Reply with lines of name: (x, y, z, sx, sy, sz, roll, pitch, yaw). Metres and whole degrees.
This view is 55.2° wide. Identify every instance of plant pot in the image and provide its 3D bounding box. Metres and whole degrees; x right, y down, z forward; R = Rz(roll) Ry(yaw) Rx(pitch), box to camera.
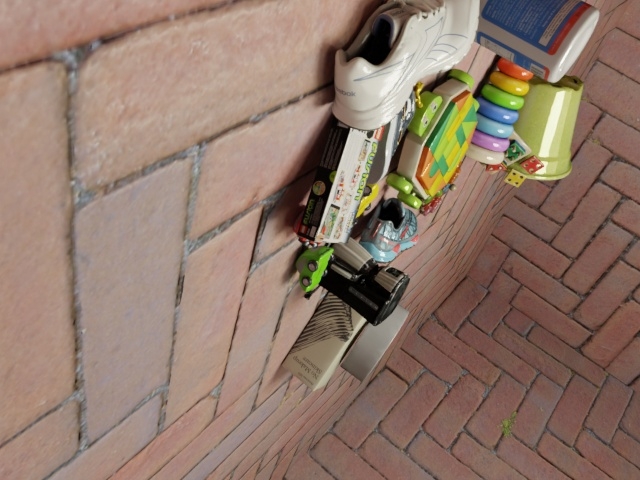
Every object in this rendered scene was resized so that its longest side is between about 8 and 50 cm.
plant pot: (0.619, -0.349, 1.750, 0.276, 0.276, 0.254, -36, 143, -44)

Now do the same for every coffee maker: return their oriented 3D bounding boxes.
coffee maker: (0.079, 0.094, 1.285, 0.120, 0.178, 0.171, -37, 156, -39)

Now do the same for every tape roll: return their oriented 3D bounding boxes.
tape roll: (0.140, 0.254, 1.577, 0.219, 0.072, 0.219, -54, 173, -10)

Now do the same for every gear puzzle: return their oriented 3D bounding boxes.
gear puzzle: (0.333, -0.158, 1.626, 0.175, 0.044, 0.339, -53, 168, -2)

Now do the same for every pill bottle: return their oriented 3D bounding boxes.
pill bottle: (0.310, -0.356, 0.971, 0.124, 0.221, 0.124, -46, 161, -21)

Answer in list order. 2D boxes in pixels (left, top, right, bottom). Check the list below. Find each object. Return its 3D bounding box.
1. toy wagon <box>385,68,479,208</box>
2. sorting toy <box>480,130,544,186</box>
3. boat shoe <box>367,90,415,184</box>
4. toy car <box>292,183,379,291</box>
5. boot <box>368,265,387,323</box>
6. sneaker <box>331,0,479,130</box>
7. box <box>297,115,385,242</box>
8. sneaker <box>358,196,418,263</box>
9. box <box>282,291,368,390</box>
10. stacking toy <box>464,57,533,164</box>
toy wagon: (0.230, -0.211, 1.243, 0.267, 0.068, 0.344, -60, 158, -1)
sorting toy: (0.479, -0.237, 1.649, 0.132, 0.274, 0.046, -31, -152, 41)
boat shoe: (0.117, -0.181, 1.062, 0.083, 0.065, 0.183, -38, 155, -34)
toy car: (0.000, 0.000, 1.123, 0.239, 0.053, 0.225, -31, 152, -48)
boot: (0.099, 0.205, 1.680, 0.229, 0.091, 0.263, -30, 153, -52)
sneaker: (0.128, -0.284, 0.849, 0.297, 0.111, 0.129, -49, 156, -17)
box: (0.035, -0.098, 0.956, 0.114, 0.036, 0.207, 3, 106, -61)
sneaker: (0.175, -0.041, 1.401, 0.262, 0.104, 0.125, -39, 148, -59)
box: (0.029, 0.227, 1.516, 0.275, 0.113, 0.094, -59, 162, 11)
stacking toy: (0.443, -0.358, 1.483, 0.141, 0.141, 0.330, -24, 139, -57)
